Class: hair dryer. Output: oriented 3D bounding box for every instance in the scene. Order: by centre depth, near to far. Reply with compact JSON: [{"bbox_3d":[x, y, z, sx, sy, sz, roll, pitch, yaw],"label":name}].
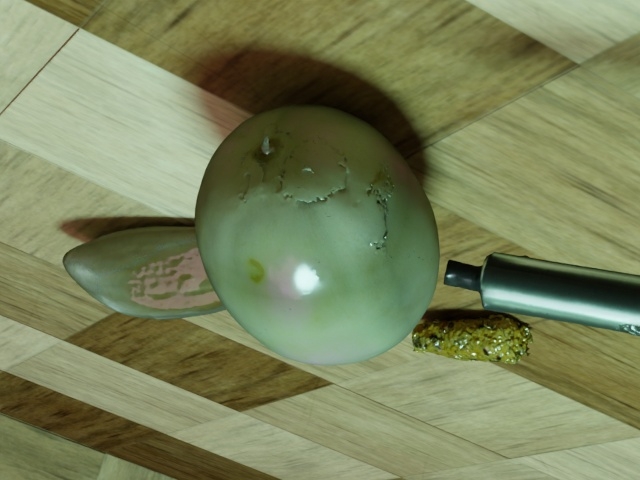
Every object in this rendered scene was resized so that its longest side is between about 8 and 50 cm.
[{"bbox_3d":[0.265,-0.015,1.073,0.284,0.320,0.155,24,159,7],"label":"hair dryer"}]

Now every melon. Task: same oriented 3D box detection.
[{"bbox_3d":[0.000,0.000,1.353,0.223,0.223,0.317,7,153,19],"label":"melon"}]

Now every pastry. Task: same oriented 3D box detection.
[{"bbox_3d":[0.184,0.122,1.734,0.140,0.056,0.080,-9,158,42],"label":"pastry"}]

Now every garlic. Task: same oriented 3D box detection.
[{"bbox_3d":[-0.175,0.039,1.742,0.318,0.112,0.143,-11,145,28],"label":"garlic"}]
